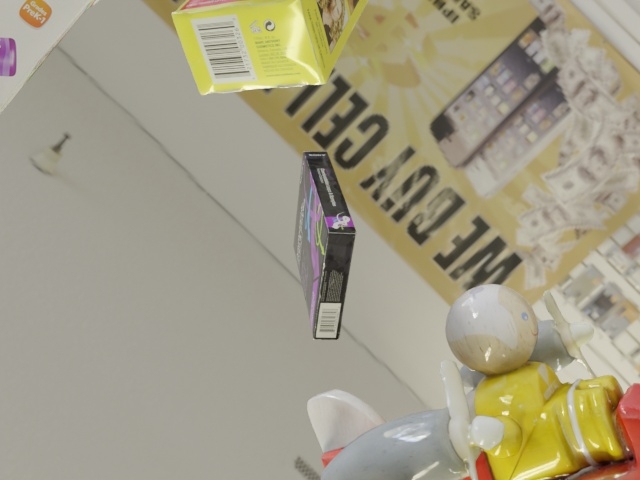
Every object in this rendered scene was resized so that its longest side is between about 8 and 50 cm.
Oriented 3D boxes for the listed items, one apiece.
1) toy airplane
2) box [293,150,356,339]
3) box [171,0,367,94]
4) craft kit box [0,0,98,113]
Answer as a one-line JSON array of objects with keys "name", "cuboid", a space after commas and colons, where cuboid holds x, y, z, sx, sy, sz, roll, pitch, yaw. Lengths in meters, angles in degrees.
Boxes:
[{"name": "toy airplane", "cuboid": [0.150, 0.175, 0.799, 0.386, 0.384, 0.272, -152, 57, -75]}, {"name": "box", "cuboid": [0.000, 0.000, 0.775, 0.029, 0.116, 0.162, 2, -149, -9]}, {"name": "box", "cuboid": [-0.010, -0.182, 0.543, 0.232, 0.087, 0.058, -66, -32, -44]}, {"name": "craft kit box", "cuboid": [-0.269, -0.112, 0.369, 0.250, 0.246, 0.061, 38, 167, -19]}]
